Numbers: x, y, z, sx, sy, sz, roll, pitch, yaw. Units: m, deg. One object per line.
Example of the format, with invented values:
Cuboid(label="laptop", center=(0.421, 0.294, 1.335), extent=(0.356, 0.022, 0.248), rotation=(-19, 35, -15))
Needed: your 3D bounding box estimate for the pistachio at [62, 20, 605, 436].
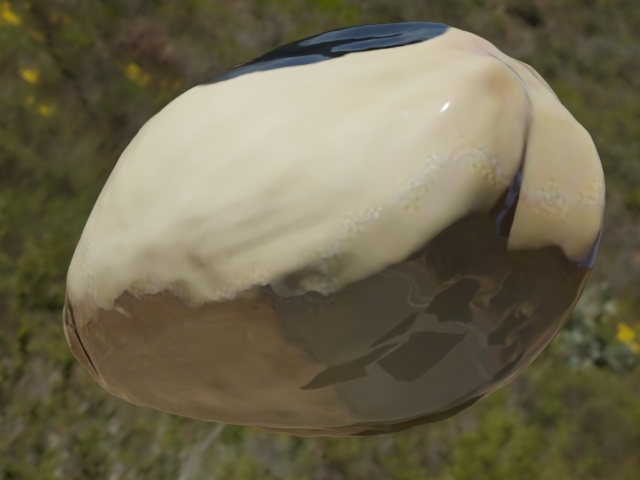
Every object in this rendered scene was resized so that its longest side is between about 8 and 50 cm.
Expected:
Cuboid(label="pistachio", center=(0.000, 0.000, 1.107), extent=(0.208, 0.332, 0.226), rotation=(-4, 79, -66))
